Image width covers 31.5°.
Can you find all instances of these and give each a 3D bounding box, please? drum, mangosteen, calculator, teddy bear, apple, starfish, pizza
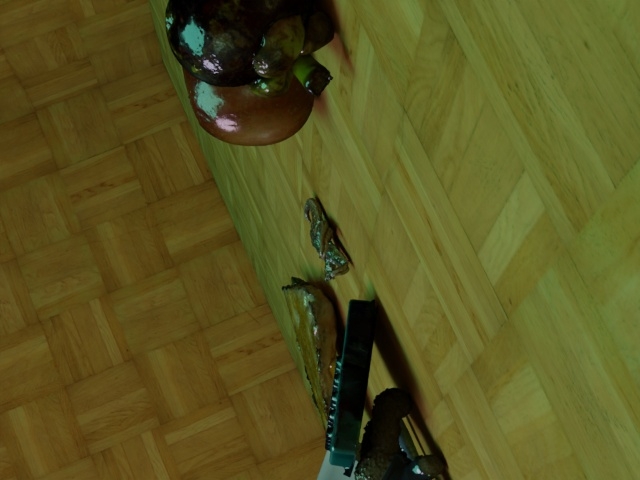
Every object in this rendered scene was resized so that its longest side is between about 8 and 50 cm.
[{"bbox_3d":[0.174,0.408,1.943,0.130,0.049,0.253,122,125,-81],"label":"drum"},{"bbox_3d":[-0.075,-0.252,1.362,0.217,0.192,0.192,47,172,-1],"label":"mangosteen"},{"bbox_3d":[0.048,0.243,1.876,0.248,0.058,0.274,88,-170,-74],"label":"calculator"},{"bbox_3d":[0.121,0.384,1.866,0.251,0.129,0.182,63,156,26],"label":"teddy bear"},{"bbox_3d":[-0.111,-0.236,1.628,0.235,0.173,0.210,-144,33,-77],"label":"apple"},{"bbox_3d":[0.010,-0.002,1.983,0.209,0.053,0.150,-134,35,-80],"label":"starfish"},{"bbox_3d":[-0.005,0.233,2.476,0.392,0.080,0.434,-119,19,-61],"label":"pizza"}]

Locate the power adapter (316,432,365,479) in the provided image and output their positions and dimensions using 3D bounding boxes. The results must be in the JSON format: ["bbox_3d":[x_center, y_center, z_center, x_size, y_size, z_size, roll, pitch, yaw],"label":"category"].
[{"bbox_3d":[0.080,0.492,2.274,0.187,0.124,0.255,25,97,57],"label":"power adapter"}]
